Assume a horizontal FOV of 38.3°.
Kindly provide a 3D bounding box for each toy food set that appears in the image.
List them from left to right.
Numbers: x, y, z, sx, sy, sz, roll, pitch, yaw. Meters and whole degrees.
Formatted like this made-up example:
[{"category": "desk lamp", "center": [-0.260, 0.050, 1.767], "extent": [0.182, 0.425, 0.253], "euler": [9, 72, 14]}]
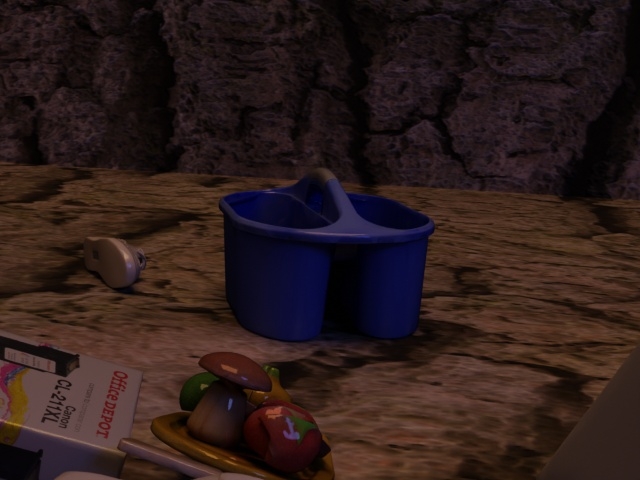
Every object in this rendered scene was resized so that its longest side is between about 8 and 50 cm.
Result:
[{"category": "toy food set", "center": [-0.043, 0.119, 0.632], "extent": [0.128, 0.071, 0.218], "euler": [20, -5, 6]}]

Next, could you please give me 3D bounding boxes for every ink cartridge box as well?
[{"category": "ink cartridge box", "center": [-0.212, 0.116, 0.601], "extent": [0.175, 0.072, 0.127], "euler": [18, 13, -11]}]

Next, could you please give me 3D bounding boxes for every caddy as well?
[{"category": "caddy", "center": [0.000, 0.000, 1.139], "extent": [0.241, 0.179, 0.341], "euler": [1, 11, -14]}]

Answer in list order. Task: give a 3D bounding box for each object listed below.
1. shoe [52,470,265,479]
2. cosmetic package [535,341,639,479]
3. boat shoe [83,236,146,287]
[{"category": "shoe", "center": [-0.090, 0.170, 0.485], "extent": [0.178, 0.064, 0.081], "euler": [-1, 27, 21]}, {"category": "cosmetic package", "center": [0.355, 0.076, 0.546], "extent": [0.377, 0.284, 0.097], "euler": [-2, 43, -24]}, {"category": "boat shoe", "center": [-0.273, 0.027, 1.265], "extent": [0.063, 0.066, 0.184], "euler": [-5, 3, -29]}]
